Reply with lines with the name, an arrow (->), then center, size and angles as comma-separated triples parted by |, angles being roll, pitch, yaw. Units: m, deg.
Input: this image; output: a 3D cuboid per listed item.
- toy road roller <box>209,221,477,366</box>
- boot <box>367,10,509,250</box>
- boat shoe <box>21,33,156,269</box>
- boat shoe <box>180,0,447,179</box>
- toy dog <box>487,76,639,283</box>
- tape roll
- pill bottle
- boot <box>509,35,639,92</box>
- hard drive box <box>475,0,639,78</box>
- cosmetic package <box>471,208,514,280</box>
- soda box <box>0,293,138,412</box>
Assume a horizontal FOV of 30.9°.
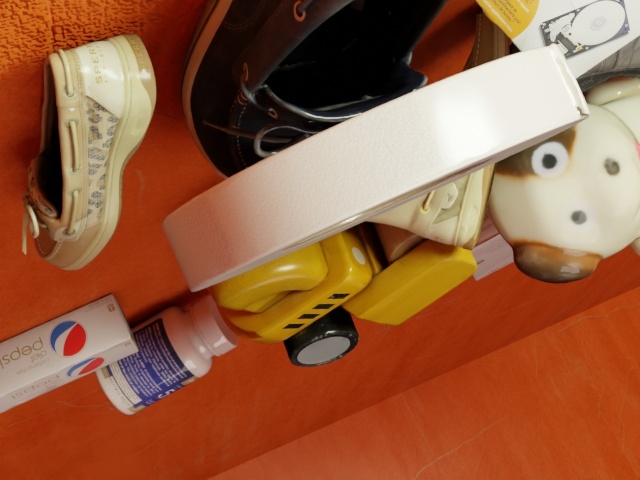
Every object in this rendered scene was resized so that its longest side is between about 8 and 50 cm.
toy road roller -> 0.000, 0.000, 1.389 | 0.329, 0.202, 0.240 | -35, 149, 27
boot -> 0.098, -0.134, 1.272 | 0.203, 0.262, 0.095 | 11, -168, 10
boat shoe -> -0.228, -0.073, 1.036 | 0.089, 0.104, 0.285 | -9, 145, -32
boat shoe -> -0.004, -0.158, 1.012 | 0.187, 0.156, 0.500 | -21, 162, -23
toy dog -> 0.378, -0.101, 1.511 | 0.395, 0.284, 0.408 | -4, -172, 43
tape roll -> 0.049, -0.062, 1.038 | 0.392, 0.072, 0.392 | -24, 178, -1
pill bottle -> -0.218, 0.158, 1.644 | 0.187, 0.112, 0.112 | -29, 162, 8
boot -> 0.368, -0.277, 1.275 | 0.338, 0.118, 0.222 | -25, 157, -19
hard drive box -> 0.257, -0.274, 1.058 | 0.232, 0.089, 0.181 | -35, 136, 21
cosmetic package -> 0.276, -0.012, 1.907 | 0.117, 0.085, 0.231 | -29, 161, 8
soda box -> -0.352, 0.151, 1.509 | 0.216, 0.069, 0.074 | -25, 162, -8
